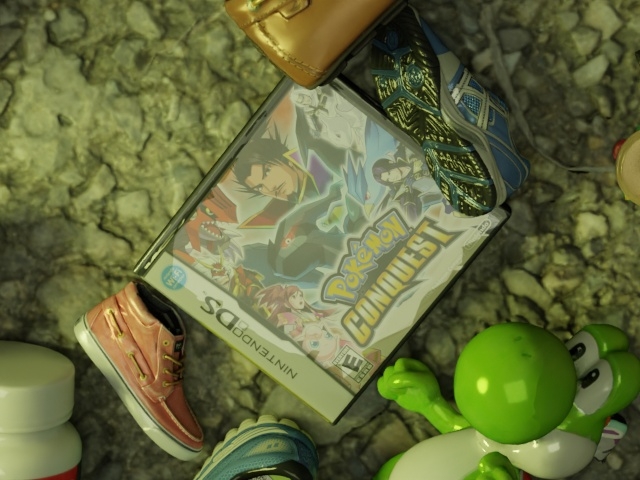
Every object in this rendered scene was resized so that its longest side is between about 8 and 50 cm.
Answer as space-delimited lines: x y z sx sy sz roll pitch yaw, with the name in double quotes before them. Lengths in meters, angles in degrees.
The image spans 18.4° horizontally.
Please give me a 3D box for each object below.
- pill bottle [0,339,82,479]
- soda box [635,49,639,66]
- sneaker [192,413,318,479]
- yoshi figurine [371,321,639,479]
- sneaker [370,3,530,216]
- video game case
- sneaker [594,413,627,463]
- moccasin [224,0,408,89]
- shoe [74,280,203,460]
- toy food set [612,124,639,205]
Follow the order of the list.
"pill bottle" -0.314 0.251 1.904 0.161 0.161 0.283 8 105 4
"soda box" 0.372 -0.180 1.781 0.169 0.060 0.053 -25 102 10
"sneaker" -0.125 0.311 1.876 0.129 0.147 0.330 39 92 -10
"yoshi figurine" 0.126 0.193 1.814 0.362 0.203 0.203 -44 84 20
"sneaker" 0.118 -0.124 1.819 0.080 0.081 0.211 -31 85 49
"video game case" 0.000 0.000 1.876 0.248 0.035 0.275 38 105 -4
"sneaker" 0.239 0.184 1.897 0.098 0.038 0.069 27 104 -1
"moccasin" 0.074 -0.307 1.742 0.380 0.139 0.147 -42 102 16
"shoe" -0.154 0.125 1.907 0.081 0.063 0.178 -37 94 18
"toy food set" 0.313 -0.070 1.835 0.082 0.020 0.083 0 105 6
